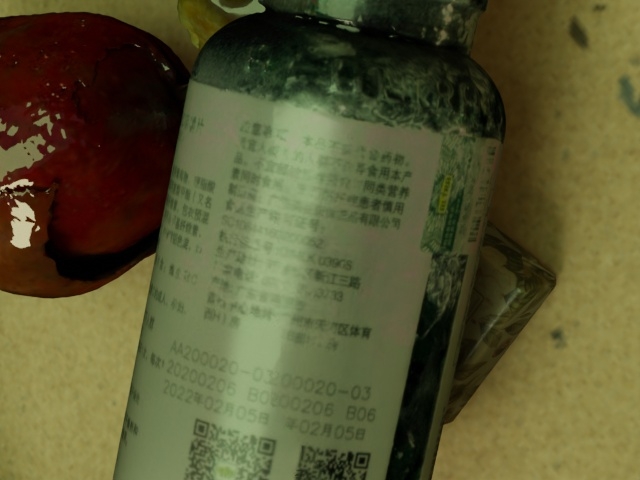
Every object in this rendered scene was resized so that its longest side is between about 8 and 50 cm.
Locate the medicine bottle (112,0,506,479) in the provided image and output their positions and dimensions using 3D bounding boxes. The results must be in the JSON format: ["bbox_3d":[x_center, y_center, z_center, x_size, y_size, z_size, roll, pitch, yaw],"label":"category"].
[{"bbox_3d":[0.000,0.000,0.827,0.141,0.141,0.293,15,99,27],"label":"medicine bottle"}]

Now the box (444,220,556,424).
[{"bbox_3d":[0.061,0.038,0.901,0.062,0.045,0.098,41,113,21],"label":"box"}]

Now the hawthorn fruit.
[{"bbox_3d":[-0.121,-0.049,0.944,0.172,0.148,0.148,-20,85,13],"label":"hawthorn fruit"}]

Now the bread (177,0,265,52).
[{"bbox_3d":[-0.006,-0.205,0.892,0.087,0.098,0.269,-149,67,-62],"label":"bread"}]
